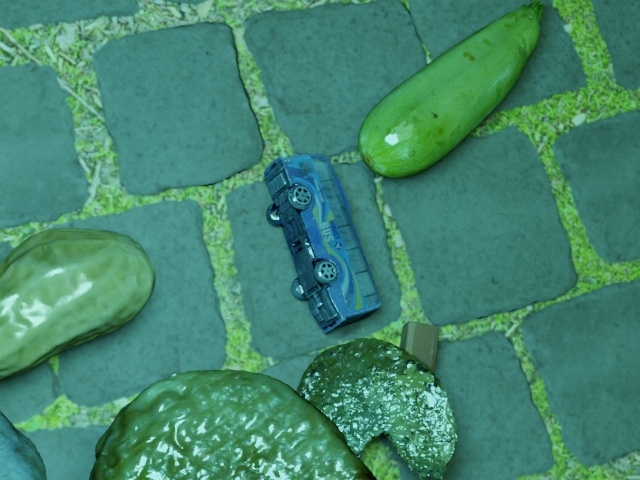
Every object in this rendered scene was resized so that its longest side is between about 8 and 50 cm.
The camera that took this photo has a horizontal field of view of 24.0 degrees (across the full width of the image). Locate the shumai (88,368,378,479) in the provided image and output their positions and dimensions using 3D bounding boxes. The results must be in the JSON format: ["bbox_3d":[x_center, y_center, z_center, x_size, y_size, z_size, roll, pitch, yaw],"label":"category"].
[{"bbox_3d":[-0.106,0.372,1.720,0.324,0.323,0.397,-22,67,-22],"label":"shumai"}]

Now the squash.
[{"bbox_3d":[0.195,-0.210,2.089,0.370,0.118,0.118,-40,86,-25],"label":"squash"}]

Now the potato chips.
[{"bbox_3d":[0.070,0.225,1.932,0.220,0.029,0.202,16,70,14],"label":"potato chips"}]

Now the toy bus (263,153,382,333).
[{"bbox_3d":[0.000,0.001,1.998,0.094,0.079,0.236,-11,76,-33],"label":"toy bus"}]

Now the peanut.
[{"bbox_3d":[-0.353,0.077,1.843,0.313,0.152,0.152,-26,81,-17],"label":"peanut"}]

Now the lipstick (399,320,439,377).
[{"bbox_3d":[0.123,0.183,1.986,0.045,0.045,0.145,13,70,-9],"label":"lipstick"}]

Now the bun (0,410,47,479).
[{"bbox_3d":[-0.476,0.309,1.681,0.362,0.211,0.362,1,40,-1],"label":"bun"}]
